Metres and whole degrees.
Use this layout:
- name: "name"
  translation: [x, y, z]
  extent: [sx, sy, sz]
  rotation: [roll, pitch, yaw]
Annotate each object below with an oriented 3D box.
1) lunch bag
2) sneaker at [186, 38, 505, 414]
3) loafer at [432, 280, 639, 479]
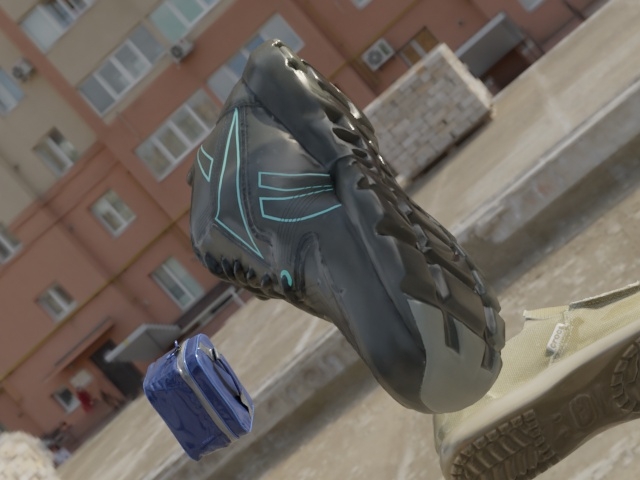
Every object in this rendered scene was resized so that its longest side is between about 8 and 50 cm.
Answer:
- name: "lunch bag"
  translation: [-0.100, 0.127, 0.761]
  extent: [0.065, 0.098, 0.067]
  rotation: [-30, 17, 6]
- name: "sneaker"
  translation: [0.000, 0.000, 0.448]
  extent: [0.106, 0.101, 0.267]
  rotation: [-44, 36, 12]
- name: "loafer"
  translation: [0.192, 0.083, 0.652]
  extent: [0.268, 0.102, 0.092]
  rotation: [-26, 37, -6]
